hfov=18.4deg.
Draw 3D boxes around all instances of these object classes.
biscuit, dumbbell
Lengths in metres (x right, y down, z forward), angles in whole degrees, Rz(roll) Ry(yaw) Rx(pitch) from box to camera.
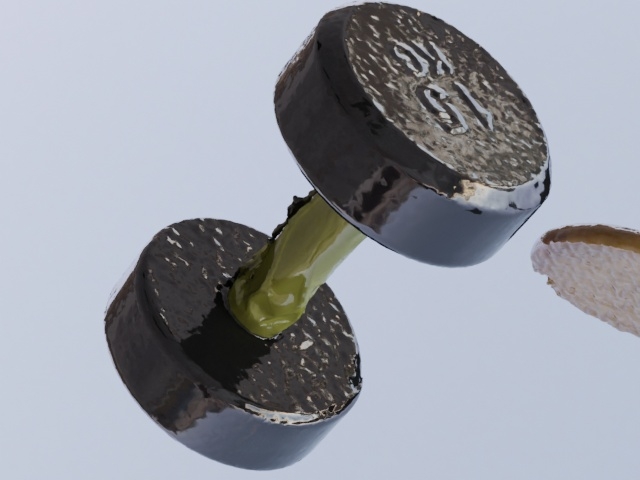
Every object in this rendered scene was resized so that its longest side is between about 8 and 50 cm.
[{"bbox_3d":[0.251,0.027,1.695,0.145,0.224,0.033,20,-107,9],"label":"biscuit"},{"bbox_3d":[0.000,0.000,1.440,0.322,0.204,0.203,-49,-155,33],"label":"dumbbell"}]
